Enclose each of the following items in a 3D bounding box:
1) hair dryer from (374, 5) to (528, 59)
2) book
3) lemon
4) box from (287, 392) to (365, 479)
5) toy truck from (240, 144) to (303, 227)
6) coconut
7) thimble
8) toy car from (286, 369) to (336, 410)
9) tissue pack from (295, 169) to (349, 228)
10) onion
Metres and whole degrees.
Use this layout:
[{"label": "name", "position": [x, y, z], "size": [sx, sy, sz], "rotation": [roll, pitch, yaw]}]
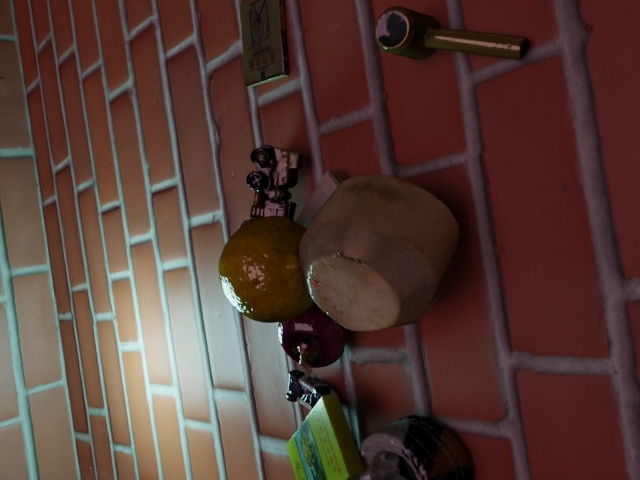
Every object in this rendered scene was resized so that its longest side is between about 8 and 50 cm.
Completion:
[{"label": "hair dryer", "position": [0.249, -0.385, 1.040], "size": [0.279, 0.135, 0.090], "rotation": [20, 110, 30]}, {"label": "book", "position": [-0.154, -0.543, 1.469], "size": [0.161, 0.026, 0.230], "rotation": [-1, 95, 44]}, {"label": "lemon", "position": [-0.109, 0.066, 1.251], "size": [0.268, 0.267, 0.267], "rotation": [7, 100, 43]}, {"label": "box", "position": [0.001, 0.524, 1.320], "size": [0.335, 0.047, 0.186], "rotation": [115, 141, -48]}, {"label": "toy truck", "position": [-0.119, -0.110, 1.414], "size": [0.127, 0.127, 0.256], "rotation": [12, 92, 16]}, {"label": "coconut", "position": [0.119, 0.021, 1.102], "size": [0.323, 0.323, 0.322], "rotation": [7, 100, 43]}, {"label": "thimble", "position": [0.198, 0.509, 1.179], "size": [0.237, 0.150, 0.237], "rotation": [10, 104, 44]}, {"label": "toy car", "position": [-0.017, 0.402, 1.426], "size": [0.171, 0.071, 0.080], "rotation": [19, 109, 43]}, {"label": "tissue pack", "position": [0.000, 0.000, 1.359], "size": [0.170, 0.071, 0.325], "rotation": [54, 128, 27]}, {"label": "onion", "position": [-0.020, 0.232, 1.347], "size": [0.177, 0.154, 0.177], "rotation": [8, 102, 38]}]
